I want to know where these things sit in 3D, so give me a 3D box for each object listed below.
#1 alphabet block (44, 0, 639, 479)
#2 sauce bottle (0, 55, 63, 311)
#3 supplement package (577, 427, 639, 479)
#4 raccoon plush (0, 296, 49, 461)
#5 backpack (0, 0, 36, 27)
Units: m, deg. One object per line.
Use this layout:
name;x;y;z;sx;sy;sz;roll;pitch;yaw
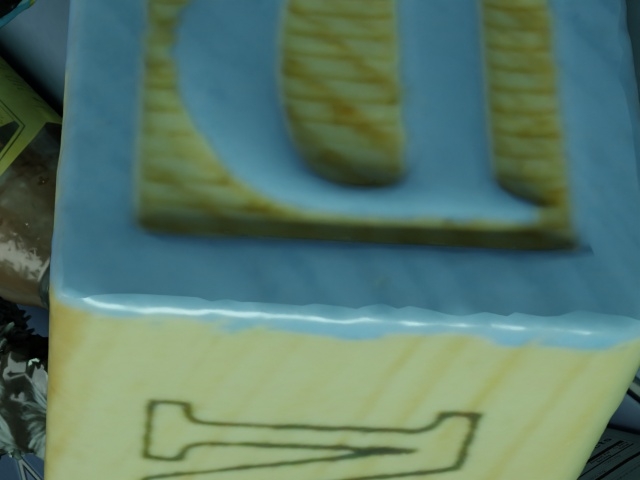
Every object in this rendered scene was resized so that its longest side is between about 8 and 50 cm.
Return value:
alphabet block;0.000;0.000;0.704;0.197;0.193;0.192;103;169;-55
sauce bottle;-0.196;-0.038;1.199;0.344;0.111;0.111;41;149;32
supplement package;0.122;0.200;0.811;0.203;0.149;0.194;7;123;58
raccoon plush;-0.236;0.057;1.368;0.446;0.299;0.216;18;125;13
backpack;-0.317;-0.145;0.923;0.273;0.355;0.290;20;154;35
